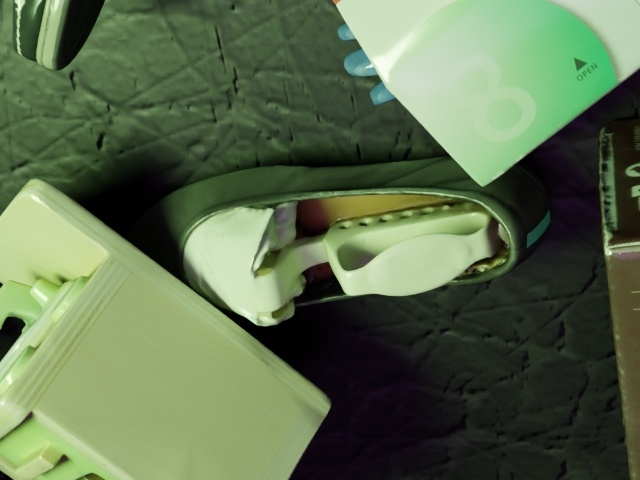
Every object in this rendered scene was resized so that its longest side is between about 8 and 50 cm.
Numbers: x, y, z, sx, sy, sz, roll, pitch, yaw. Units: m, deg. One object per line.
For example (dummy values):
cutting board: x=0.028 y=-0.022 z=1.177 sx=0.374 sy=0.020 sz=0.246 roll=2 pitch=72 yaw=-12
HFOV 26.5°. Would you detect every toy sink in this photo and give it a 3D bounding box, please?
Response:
toy sink: x=-0.141 y=0.098 z=0.860 sx=0.234 sy=0.131 sz=0.153 roll=39 pitch=149 yaw=-11

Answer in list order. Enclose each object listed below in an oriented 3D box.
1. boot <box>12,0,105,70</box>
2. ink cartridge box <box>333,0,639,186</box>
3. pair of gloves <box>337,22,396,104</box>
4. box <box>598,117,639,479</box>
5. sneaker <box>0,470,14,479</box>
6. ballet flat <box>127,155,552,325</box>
boot: x=-0.196 y=-0.223 z=0.740 sx=0.178 sy=0.085 sz=0.236 roll=11 pitch=107 yaw=3
ink cartridge box: x=0.085 y=-0.165 z=0.737 sx=0.181 sy=0.056 sz=0.224 roll=-39 pitch=108 yaw=24
pair of gloves: x=0.057 y=-0.173 z=0.779 sx=0.159 sy=0.023 sz=0.198 roll=-26 pitch=111 yaw=20
box: x=0.251 y=0.046 z=0.771 sx=0.167 sy=0.168 sz=0.203 roll=-5 pitch=115 yaw=13
sneaker: x=-0.307 y=0.176 z=0.891 sx=0.118 sy=0.292 sz=0.110 roll=2 pitch=84 yaw=15
ballet flat: x=0.000 y=0.000 z=0.836 sx=0.280 sy=0.096 sz=0.095 roll=-10 pitch=115 yaw=16
